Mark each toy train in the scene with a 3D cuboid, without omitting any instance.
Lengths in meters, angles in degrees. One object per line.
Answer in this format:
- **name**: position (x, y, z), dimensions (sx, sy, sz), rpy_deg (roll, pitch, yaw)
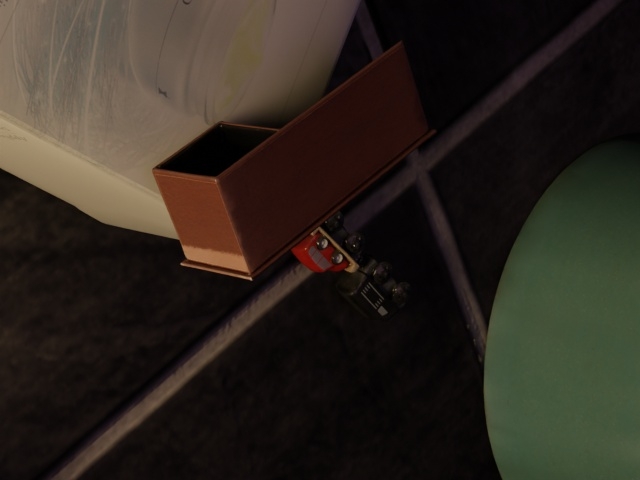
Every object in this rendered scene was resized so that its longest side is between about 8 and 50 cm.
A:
- **toy train**: position (0.000, 0.000, 1.010), dimensions (0.036, 0.027, 0.158), rpy_deg (-52, 130, -10)

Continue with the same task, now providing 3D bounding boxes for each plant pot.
- **plant pot**: position (0.292, 0.084, 1.158), dimensions (0.293, 0.235, 0.293), rpy_deg (-9, 103, -42)

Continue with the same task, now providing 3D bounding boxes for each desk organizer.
- **desk organizer**: position (-0.011, -0.040, 0.789), dimensions (0.130, 0.047, 0.050), rpy_deg (-39, 123, -34)

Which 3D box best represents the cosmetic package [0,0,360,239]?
- **cosmetic package**: position (-0.100, -0.141, 0.810), dimensions (0.225, 0.138, 0.224), rpy_deg (29, 78, -44)
